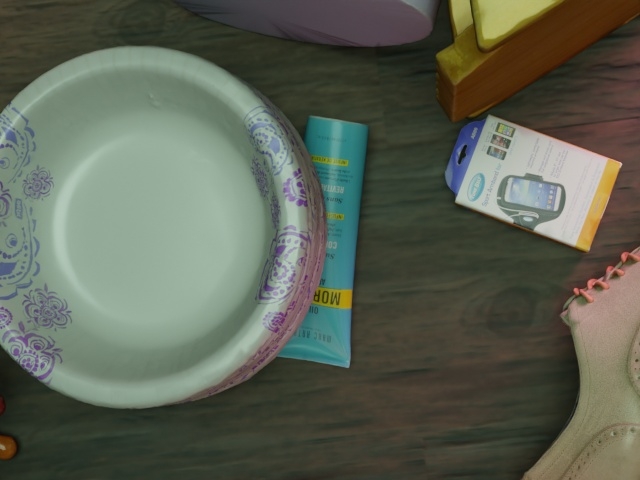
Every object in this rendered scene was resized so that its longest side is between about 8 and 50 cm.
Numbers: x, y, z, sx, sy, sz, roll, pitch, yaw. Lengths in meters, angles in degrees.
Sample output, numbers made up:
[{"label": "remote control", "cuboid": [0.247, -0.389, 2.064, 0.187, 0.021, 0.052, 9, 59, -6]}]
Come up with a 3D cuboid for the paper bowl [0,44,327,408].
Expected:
[{"label": "paper bowl", "cuboid": [-0.134, -0.008, 1.308, 0.284, 0.148, 0.284, -1, 87, 13]}]

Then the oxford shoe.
[{"label": "oxford shoe", "cuboid": [0.274, 0.046, 1.295, 0.146, 0.140, 0.397, 18, 86, 12]}]

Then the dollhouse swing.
[{"label": "dollhouse swing", "cuboid": [0.153, -0.310, 1.214, 0.315, 0.347, 0.305, -32, 86, 2]}]

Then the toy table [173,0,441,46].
[{"label": "toy table", "cuboid": [-0.002, -0.258, 1.289, 0.274, 0.252, 0.161, 10, 81, 37]}]

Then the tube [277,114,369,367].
[{"label": "tube", "cuboid": [0.000, 0.000, 1.363, 0.080, 0.052, 0.207, 9, 93, 16]}]

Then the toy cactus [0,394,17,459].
[{"label": "toy cactus", "cuboid": [-0.331, 0.195, 1.315, 0.219, 0.180, 0.112, -42, 105, 6]}]

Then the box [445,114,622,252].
[{"label": "box", "cuboid": [0.176, -0.050, 1.360, 0.136, 0.028, 0.081, 21, 89, 7]}]
